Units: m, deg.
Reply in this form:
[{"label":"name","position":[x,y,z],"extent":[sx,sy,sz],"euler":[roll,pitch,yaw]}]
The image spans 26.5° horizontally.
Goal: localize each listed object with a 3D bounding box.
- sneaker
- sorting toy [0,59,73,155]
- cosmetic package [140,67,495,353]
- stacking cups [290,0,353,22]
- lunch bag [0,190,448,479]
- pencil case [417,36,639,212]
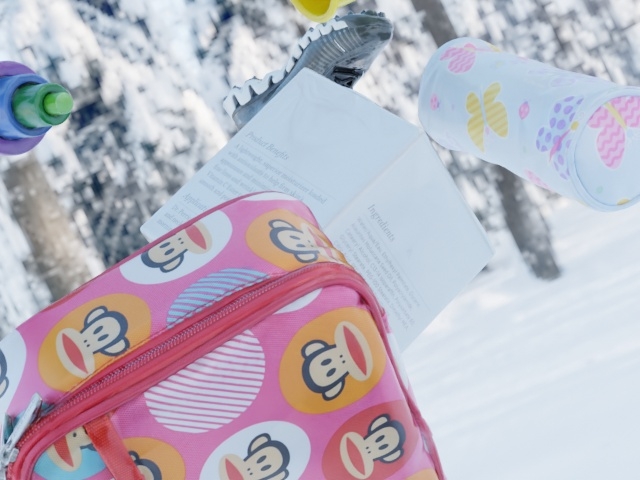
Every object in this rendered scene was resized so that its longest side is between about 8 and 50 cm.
[{"label":"sneaker","position":[-0.004,-0.141,1.351],"extent":[0.078,0.106,0.234],"euler":[2,-23,-44]},{"label":"sorting toy","position":[-0.290,-0.154,0.812],"extent":[0.126,0.127,0.365],"euler":[1,-25,47]},{"label":"cosmetic package","position":[0.000,0.000,1.019],"extent":[0.183,0.151,0.151],"euler":[-45,43,-10]},{"label":"stacking cups","position":[0.109,-0.296,1.252],"extent":[0.316,0.096,0.096],"euler":[-27,1,-26]},{"label":"lunch bag","position":[-0.067,0.138,0.797],"extent":[0.258,0.293,0.120],"euler":[-30,42,-9]},{"label":"pencil case","position":[0.202,-0.112,1.260],"extent":[0.124,0.114,0.273],"euler":[1,16,-27]}]
